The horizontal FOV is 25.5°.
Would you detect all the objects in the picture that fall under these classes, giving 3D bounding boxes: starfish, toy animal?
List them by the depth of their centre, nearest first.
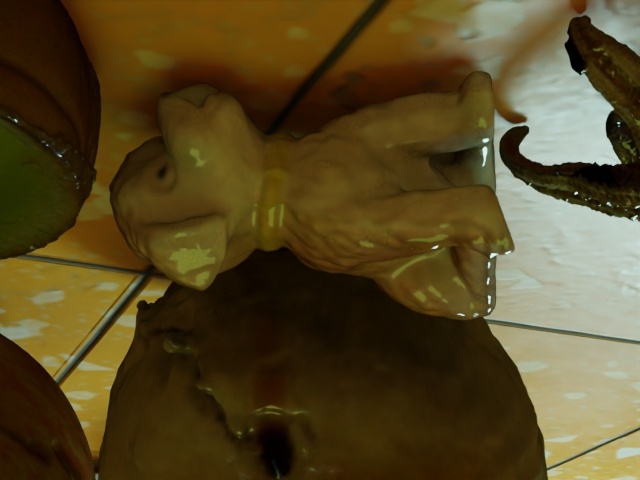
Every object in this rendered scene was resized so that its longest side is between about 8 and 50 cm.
[{"bbox_3d":[0.165,-0.051,0.640,0.190,0.074,0.146,-11,161,25],"label":"starfish"},{"bbox_3d":[-0.002,-0.005,0.697,0.185,0.104,0.184,-7,157,4],"label":"toy animal"}]

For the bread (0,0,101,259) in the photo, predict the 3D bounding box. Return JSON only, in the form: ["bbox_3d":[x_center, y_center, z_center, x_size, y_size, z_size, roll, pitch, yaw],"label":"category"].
[{"bbox_3d":[-0.207,-0.055,0.609,0.236,0.070,0.236,0,156,0],"label":"bread"}]

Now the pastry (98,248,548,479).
[{"bbox_3d":[0.011,0.083,0.808,0.256,0.237,0.170,10,117,-7],"label":"pastry"}]

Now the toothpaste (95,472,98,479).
[{"bbox_3d":[-0.292,0.264,1.374,0.314,0.058,0.056,-21,106,31],"label":"toothpaste"}]

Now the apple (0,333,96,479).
[{"bbox_3d":[-0.277,0.159,0.888,0.264,0.264,0.264,-1,157,0],"label":"apple"}]
